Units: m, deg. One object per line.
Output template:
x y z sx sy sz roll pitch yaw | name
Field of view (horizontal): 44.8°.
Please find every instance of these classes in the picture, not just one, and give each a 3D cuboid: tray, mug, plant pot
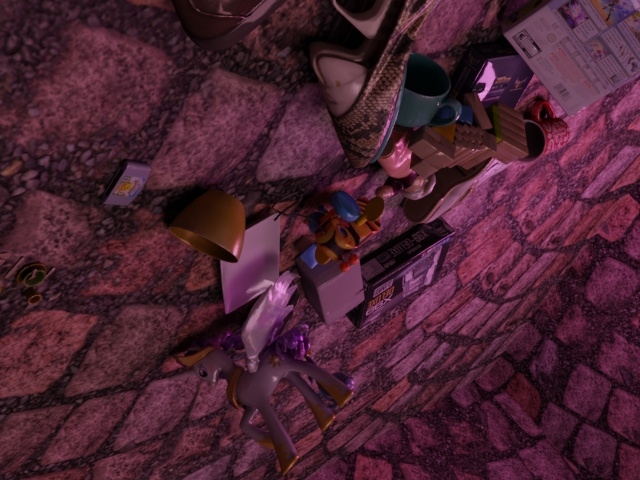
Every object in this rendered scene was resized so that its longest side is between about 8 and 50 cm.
-0.151 0.044 1.617 0.145 0.030 0.270 -29 152 -22 | tray
0.588 -0.284 2.040 0.169 0.113 0.150 -17 147 -46 | mug
-0.185 -0.033 1.361 0.095 0.134 0.134 -66 159 -15 | plant pot
0.168 -0.262 1.434 0.129 0.158 0.097 -7 144 -27 | mug

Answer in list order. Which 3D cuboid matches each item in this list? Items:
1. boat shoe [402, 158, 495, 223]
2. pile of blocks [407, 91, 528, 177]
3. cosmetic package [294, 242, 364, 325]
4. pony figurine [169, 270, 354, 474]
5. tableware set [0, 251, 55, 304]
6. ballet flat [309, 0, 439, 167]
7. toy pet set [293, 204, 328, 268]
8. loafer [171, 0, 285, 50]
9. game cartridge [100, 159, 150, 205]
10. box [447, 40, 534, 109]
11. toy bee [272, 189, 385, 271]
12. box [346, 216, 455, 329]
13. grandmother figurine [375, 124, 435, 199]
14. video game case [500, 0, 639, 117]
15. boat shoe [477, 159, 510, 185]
0.328 -0.159 1.885 0.302 0.113 0.103 -44 158 29 | boat shoe
0.281 -0.213 1.601 0.362 0.149 0.112 -10 166 -42 | pile of blocks
0.026 0.095 1.859 0.127 0.107 0.238 -34 157 -9 | cosmetic package
-0.108 0.267 1.701 0.351 0.363 0.303 -48 167 -9 | pony figurine
-0.486 0.069 1.199 0.104 0.024 0.154 -45 155 7 | tableware set
0.084 -0.343 1.236 0.182 0.164 0.483 7 124 -30 | ballet flat
0.000 0.000 1.716 0.114 0.065 0.122 -43 154 2 | toy pet set
-0.048 -0.391 0.959 0.366 0.134 0.130 -45 155 6 | loafer
-0.303 -0.089 1.216 0.083 0.017 0.056 -52 156 21 | game cartridge
0.374 -0.344 1.703 0.232 0.059 0.183 -17 144 -41 | box
0.036 -0.008 1.596 0.298 0.162 0.195 -17 158 -37 | toy bee
0.211 0.088 2.133 0.307 0.076 0.242 -30 152 -23 | box
0.179 -0.176 1.659 0.208 0.104 0.342 -45 157 -1 | grandmother figurine
0.545 -0.415 1.586 0.244 0.061 0.269 -31 125 29 | video game case
0.419 -0.203 1.963 0.227 0.079 0.081 -41 159 5 | boat shoe
